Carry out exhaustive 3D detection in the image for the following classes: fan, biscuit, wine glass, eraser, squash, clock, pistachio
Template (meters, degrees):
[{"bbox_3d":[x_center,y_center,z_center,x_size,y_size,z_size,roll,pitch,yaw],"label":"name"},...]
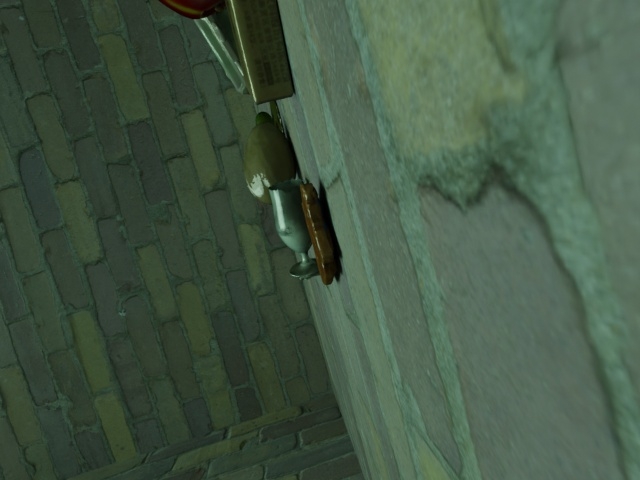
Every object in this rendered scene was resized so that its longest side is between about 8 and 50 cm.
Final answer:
[{"bbox_3d":[-0.123,-0.317,1.245,0.229,0.011,0.335,-120,17,-66],"label":"fan"},{"bbox_3d":[0.000,0.000,0.793,0.280,0.043,0.183,74,180,-46],"label":"biscuit"},{"bbox_3d":[-0.054,-0.027,0.930,0.103,0.103,0.222,-122,16,-69],"label":"wine glass"},{"bbox_3d":[-0.124,-0.420,0.676,0.144,0.078,0.343,-116,12,-55],"label":"eraser"},{"bbox_3d":[-0.177,-0.350,1.389,0.069,0.069,0.239,87,168,-64],"label":"squash"},{"bbox_3d":[-0.249,-0.544,1.112,0.265,0.108,0.324,59,180,-36],"label":"clock"},{"bbox_3d":[-0.132,-0.199,1.043,0.136,0.135,0.226,94,166,-72],"label":"pistachio"}]

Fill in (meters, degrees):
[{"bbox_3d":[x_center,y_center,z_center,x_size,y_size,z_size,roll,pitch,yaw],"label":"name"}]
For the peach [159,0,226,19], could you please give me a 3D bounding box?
[{"bbox_3d":[-0.313,-0.605,0.795,0.361,0.201,0.258,43,-160,-27],"label":"peach"}]
